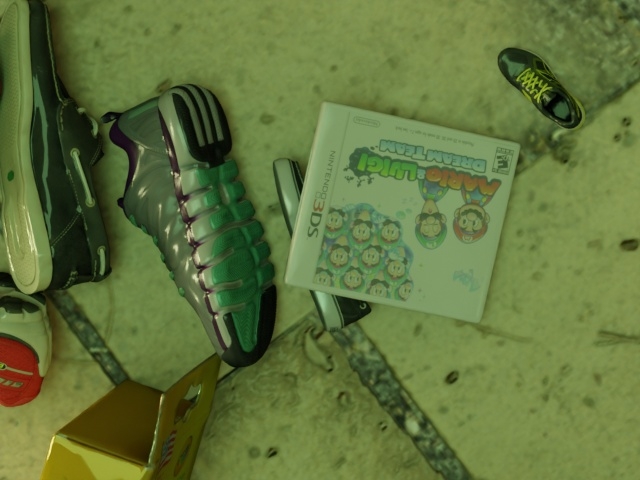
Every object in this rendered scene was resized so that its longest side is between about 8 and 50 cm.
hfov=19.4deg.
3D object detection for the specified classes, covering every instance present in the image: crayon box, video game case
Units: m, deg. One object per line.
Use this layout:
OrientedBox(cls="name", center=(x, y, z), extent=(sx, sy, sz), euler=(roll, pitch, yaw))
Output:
OrientedBox(cls="crayon box", center=(-0.168, 0.236, 1.431), extent=(0.081, 0.202, 0.319), euler=(18, 98, 7))
OrientedBox(cls="video game case", center=(0.062, -0.021, 1.426), extent=(0.157, 0.019, 0.143), euler=(12, 95, -9))

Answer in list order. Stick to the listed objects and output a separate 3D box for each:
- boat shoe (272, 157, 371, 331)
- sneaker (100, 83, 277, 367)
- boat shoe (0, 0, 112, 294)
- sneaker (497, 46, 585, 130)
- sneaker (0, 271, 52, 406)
OrientedBox(cls="boat shoe", center=(0.000, 0.000, 1.454), extent=(0.040, 0.049, 0.142), euler=(-19, 96, -6))
OrientedBox(cls="sneaker", center=(-0.104, -0.006, 1.464), extent=(0.098, 0.083, 0.224), euler=(-13, 90, 31))
OrientedBox(cls="boat shoe", center=(-0.213, -0.077, 1.473), extent=(0.079, 0.084, 0.233), euler=(-7, 89, -28))
OrientedBox(cls="sneaker", center=(0.168, -0.116, 1.413), extent=(0.083, 0.035, 0.031), euler=(41, 101, 2))
OrientedBox(cls="sneaker", center=(-0.352, 0.088, 1.495), extent=(0.279, 0.107, 0.118), euler=(5, 107, 11))
